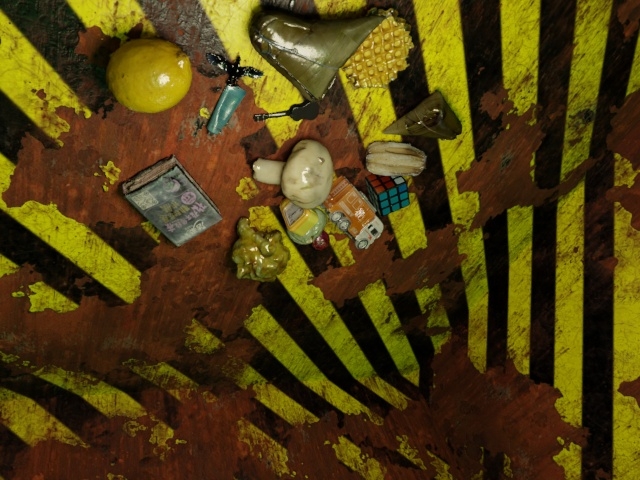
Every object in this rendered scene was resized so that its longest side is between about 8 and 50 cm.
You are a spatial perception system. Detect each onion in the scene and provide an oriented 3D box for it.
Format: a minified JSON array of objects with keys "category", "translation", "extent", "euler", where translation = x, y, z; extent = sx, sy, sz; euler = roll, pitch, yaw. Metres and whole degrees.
[{"category":"onion","translation":[0.000,0.000,2.322],"extent":[0.107,0.097,0.107],"euler":[-12,116,-24]}]

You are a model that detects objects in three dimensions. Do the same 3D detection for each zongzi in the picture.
[{"category":"zongzi","translation":[0.471,-0.509,2.023],"extent":[0.299,0.145,0.273],"euler":[-27,146,28]},{"category":"zongzi","translation":[-0.024,-0.728,1.523],"extent":[0.356,0.174,0.393],"euler":[29,120,-36]}]

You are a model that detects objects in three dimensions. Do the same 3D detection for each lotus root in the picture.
[{"category":"lotus root","translation":[0.351,-0.386,2.090],"extent":[0.329,0.078,0.167],"euler":[4,103,-21]}]

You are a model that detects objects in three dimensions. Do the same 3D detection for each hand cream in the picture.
[{"category":"hand cream","translation":[-0.374,-0.499,1.702],"extent":[0.083,0.048,0.224],"euler":[22,114,-39]}]

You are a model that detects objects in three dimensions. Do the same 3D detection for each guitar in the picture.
[{"category":"guitar","translation":[-0.139,-0.512,1.790],"extent":[0.270,0.038,0.084],"euler":[-14,135,-12]}]

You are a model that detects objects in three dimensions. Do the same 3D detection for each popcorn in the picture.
[{"category":"popcorn","translation":[-0.304,0.070,2.125],"extent":[0.325,0.290,0.321],"euler":[-8,148,26]}]

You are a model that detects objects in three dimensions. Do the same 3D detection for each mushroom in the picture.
[{"category":"mushroom","translation":[-0.113,-0.292,1.894],"extent":[0.335,0.315,0.315],"euler":[12,133,6]}]

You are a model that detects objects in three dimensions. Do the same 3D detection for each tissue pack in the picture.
[{"category":"tissue pack","translation":[-0.616,-0.155,1.869],"extent":[0.259,0.122,0.361],"euler":[-30,138,3]}]

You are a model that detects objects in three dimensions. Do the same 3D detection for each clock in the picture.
[{"category":"clock","translation":[-0.103,-0.132,2.062],"extent":[0.143,0.202,0.096],"euler":[-41,136,18]}]

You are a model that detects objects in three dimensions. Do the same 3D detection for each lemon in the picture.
[{"category":"lemon","translation":[-0.555,-0.535,1.438],"extent":[0.263,0.236,0.236],"euler":[6,133,-3]}]

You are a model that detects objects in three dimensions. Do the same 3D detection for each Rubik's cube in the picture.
[{"category":"Rubik's cube","translation":[0.331,-0.245,2.179],"extent":[0.160,0.163,0.162],"euler":[-23,134,-2]}]

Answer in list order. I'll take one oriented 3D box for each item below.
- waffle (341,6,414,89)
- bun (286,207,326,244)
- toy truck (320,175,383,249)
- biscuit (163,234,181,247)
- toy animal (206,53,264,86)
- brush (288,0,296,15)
[{"category":"waffle","translation":[0.220,-0.738,1.710],"extent":[0.328,0.062,0.329],"euler":[-11,135,-12]},{"category":"bun","translation":[-0.062,-0.060,2.187],"extent":[0.203,0.127,0.213],"euler":[-9,145,-32]},{"category":"toy truck","translation":[0.163,-0.135,2.206],"extent":[0.207,0.173,0.387],"euler":[-42,133,6]},{"category":"biscuit","translation":[-0.663,-0.016,2.059],"extent":[0.129,0.019,0.119],"euler":[-30,137,5]},{"category":"toy animal","translation":[-0.310,-0.614,1.607],"extent":[0.220,0.062,0.108],"euler":[5,105,-28]},{"category":"brush","translation":[-0.104,-0.799,1.543],"extent":[0.024,0.008,0.083],"euler":[-1,133,-26]}]
